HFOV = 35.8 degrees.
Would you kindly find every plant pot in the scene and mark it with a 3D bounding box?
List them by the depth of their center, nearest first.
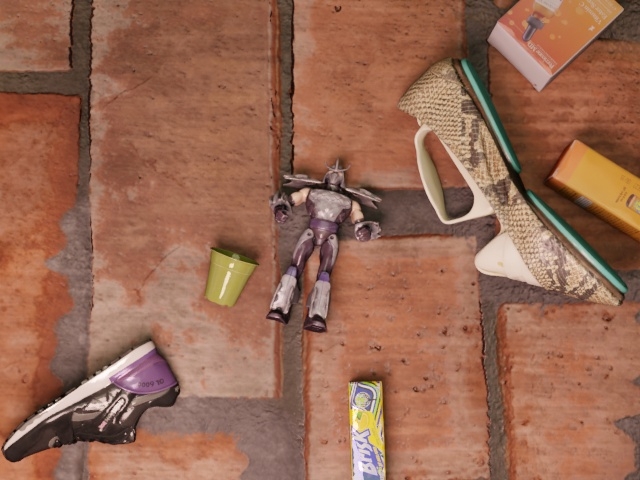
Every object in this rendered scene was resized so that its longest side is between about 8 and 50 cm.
[{"bbox_3d":[-0.149,0.061,1.579,0.083,0.083,0.079,19,95,2],"label":"plant pot"}]

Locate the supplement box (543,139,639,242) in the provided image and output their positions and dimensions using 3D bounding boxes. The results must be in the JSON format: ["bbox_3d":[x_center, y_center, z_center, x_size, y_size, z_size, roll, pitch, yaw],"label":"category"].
[{"bbox_3d":[0.485,-0.066,1.603,0.233,0.080,0.078,33,83,5],"label":"supplement box"}]

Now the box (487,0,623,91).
[{"bbox_3d":[0.386,-0.356,1.636,0.170,0.091,0.130,-43,85,-7],"label":"box"}]

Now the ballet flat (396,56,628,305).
[{"bbox_3d":[0.281,-0.063,1.577,0.182,0.164,0.483,-36,77,16],"label":"ballet flat"}]

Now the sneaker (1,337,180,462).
[{"bbox_3d":[-0.350,0.279,1.527,0.283,0.107,0.124,-34,90,-5],"label":"sneaker"}]

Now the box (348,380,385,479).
[{"bbox_3d":[0.072,0.305,1.549,0.054,0.059,0.169,-3,81,1],"label":"box"}]

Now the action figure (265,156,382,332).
[{"bbox_3d":[0.000,0.000,1.576,0.185,0.099,0.285,12,77,10],"label":"action figure"}]
